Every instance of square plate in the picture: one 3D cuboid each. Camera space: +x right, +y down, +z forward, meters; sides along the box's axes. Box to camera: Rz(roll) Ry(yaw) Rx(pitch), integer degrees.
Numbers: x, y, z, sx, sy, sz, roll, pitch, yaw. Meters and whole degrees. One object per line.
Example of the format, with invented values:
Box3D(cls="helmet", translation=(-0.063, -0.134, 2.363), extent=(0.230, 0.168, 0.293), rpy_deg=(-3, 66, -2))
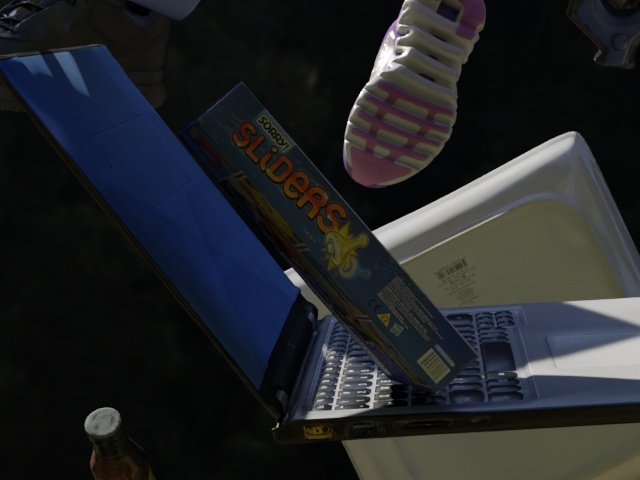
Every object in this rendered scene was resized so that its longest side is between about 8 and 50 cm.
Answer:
Box3D(cls="square plate", translation=(0.174, 0.119, 1.857), extent=(0.347, 0.344, 0.049), rpy_deg=(-26, 0, -4))

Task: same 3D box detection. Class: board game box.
Box3D(cls="board game box", translation=(0.000, 0.000, 1.120), extent=(0.201, 0.035, 0.136), rpy_deg=(49, -7, -6))

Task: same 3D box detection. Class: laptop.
Box3D(cls="laptop", translation=(0.033, -0.022, 1.269), extent=(0.408, 0.236, 0.382), rpy_deg=(-4, 7, 4))

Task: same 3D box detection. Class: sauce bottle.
Box3D(cls="sauce bottle", translation=(-0.136, 0.164, 1.346), extent=(0.042, 0.042, 0.128), rpy_deg=(17, -37, 21))

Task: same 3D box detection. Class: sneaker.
Box3D(cls="sneaker", translation=(-0.253, -0.190, 1.782), extent=(0.109, 0.130, 0.286), rpy_deg=(27, 22, 36))
Box3D(cls="sneaker", translation=(0.083, -0.144, 1.878), extent=(0.095, 0.236, 0.104), rpy_deg=(29, -26, -10))

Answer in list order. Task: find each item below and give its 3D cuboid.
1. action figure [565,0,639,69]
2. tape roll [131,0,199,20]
Box3D(cls="action figure", translation=(0.258, -0.334, 1.603), extent=(0.330, 0.341, 0.178), rpy_deg=(30, 17, 9))
Box3D(cls="tape roll", translation=(-0.125, -0.292, 1.312), extent=(0.169, 0.246, 0.246), rpy_deg=(21, -1, -13))
